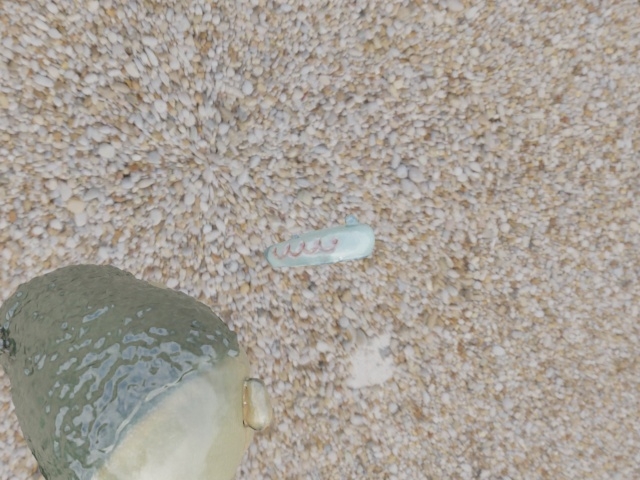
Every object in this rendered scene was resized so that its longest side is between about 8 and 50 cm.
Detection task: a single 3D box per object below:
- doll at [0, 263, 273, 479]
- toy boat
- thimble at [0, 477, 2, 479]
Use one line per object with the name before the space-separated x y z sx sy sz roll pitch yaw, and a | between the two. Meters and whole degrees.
doll | -0.209 0.145 0.657 0.247 0.349 0.247 -29 131 -40
toy boat | 0.000 0.000 1.123 0.207 0.134 0.079 -7 95 30
thimble | -0.663 0.562 1.068 0.291 0.291 0.195 -28 108 -6
